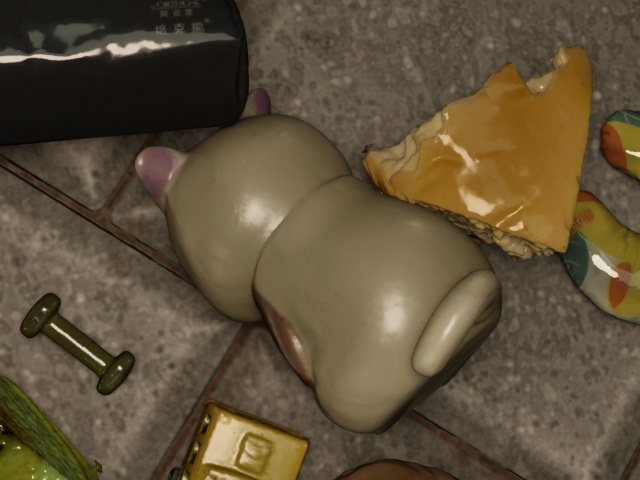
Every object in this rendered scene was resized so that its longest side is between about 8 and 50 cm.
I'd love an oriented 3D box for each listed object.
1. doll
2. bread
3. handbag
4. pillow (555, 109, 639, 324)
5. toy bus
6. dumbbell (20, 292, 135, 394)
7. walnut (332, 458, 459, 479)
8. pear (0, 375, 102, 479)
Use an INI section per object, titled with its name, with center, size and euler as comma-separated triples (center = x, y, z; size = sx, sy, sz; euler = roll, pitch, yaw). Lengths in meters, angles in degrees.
[doll]
center = 0.010, 0.027, 1.098
size = 0.370, 0.226, 0.215
euler = 33, 52, 28
[bread]
center = 0.158, -0.104, 1.195
size = 0.211, 0.183, 0.224
euler = 18, 78, -4
[handbag]
center = -0.232, -0.230, 1.083
size = 0.302, 0.178, 0.275
euler = -8, 54, -12
[pillow]
center = 0.371, -0.019, 1.283
size = 0.214, 0.086, 0.233
euler = 35, 80, 5
[toy bus]
center = -0.117, 0.329, 1.107
size = 0.121, 0.123, 0.335
euler = 22, 79, -8
[dumbbell]
center = -0.243, 0.104, 1.148
size = 0.118, 0.046, 0.052
euler = 38, 83, -5
[walnut]
center = 0.079, 0.348, 1.093
size = 0.273, 0.273, 0.227
euler = 32, 114, -6
[pear]
center = -0.386, 0.229, 1.038
size = 0.282, 0.176, 0.286
euler = -48, 112, -7
